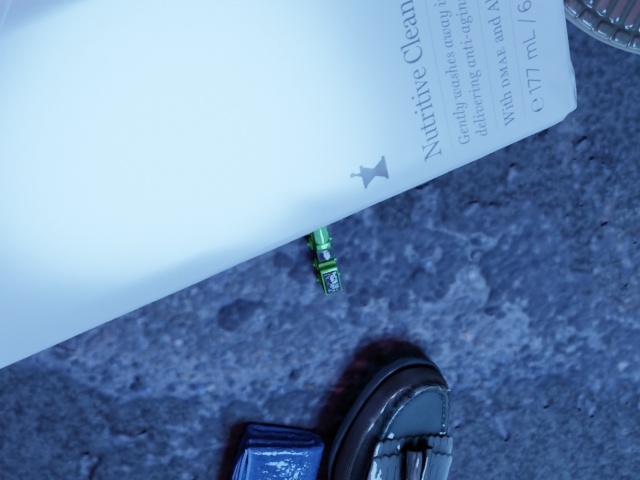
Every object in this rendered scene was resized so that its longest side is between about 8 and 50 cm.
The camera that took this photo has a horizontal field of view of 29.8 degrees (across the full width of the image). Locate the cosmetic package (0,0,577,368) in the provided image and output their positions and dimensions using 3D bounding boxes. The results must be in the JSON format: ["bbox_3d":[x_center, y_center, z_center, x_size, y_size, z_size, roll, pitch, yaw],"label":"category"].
[{"bbox_3d":[-0.081,-0.105,0.608,0.385,0.156,0.217,-27,129,-11],"label":"cosmetic package"}]

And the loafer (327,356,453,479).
[{"bbox_3d":[0.049,0.217,0.902,0.096,0.084,0.267,3,118,-31],"label":"loafer"}]

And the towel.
[{"bbox_3d":[-0.039,0.196,0.908,0.067,0.029,0.119,7,115,-18],"label":"towel"}]

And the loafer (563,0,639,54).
[{"bbox_3d":[0.216,-0.164,0.748,0.268,0.092,0.102,21,109,-25],"label":"loafer"}]

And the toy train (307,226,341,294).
[{"bbox_3d":[0.000,0.000,0.819,0.017,0.024,0.083,-16,120,-5],"label":"toy train"}]
